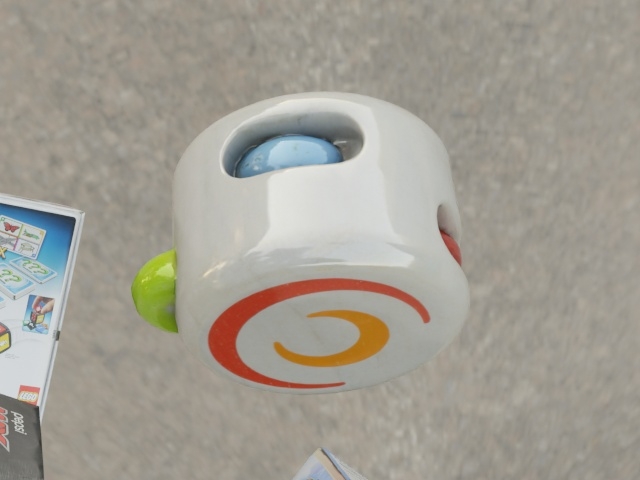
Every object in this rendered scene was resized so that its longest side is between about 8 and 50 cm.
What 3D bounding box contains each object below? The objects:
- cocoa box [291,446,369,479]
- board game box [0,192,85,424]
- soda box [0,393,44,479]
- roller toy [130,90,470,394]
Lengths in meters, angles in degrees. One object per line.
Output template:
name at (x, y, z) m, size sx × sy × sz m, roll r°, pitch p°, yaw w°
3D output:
cocoa box at (0.000, 0.388, 1.375) m, size 0.231 × 0.228 × 0.347 m, roll 38°, pitch 88°, yaw -13°
board game box at (-0.345, 0.041, 1.263) m, size 0.305 × 0.053 × 0.193 m, roll 12°, pitch 91°, yaw -27°
soda box at (-0.145, 0.113, 0.668) m, size 0.060 × 0.169 × 0.053 m, roll 21°, pitch 103°, yaw -18°
roller toy at (0.000, 0.000, 1.098) m, size 0.209 × 0.191 × 0.146 m, roll 18°, pitch 52°, yaw -32°
